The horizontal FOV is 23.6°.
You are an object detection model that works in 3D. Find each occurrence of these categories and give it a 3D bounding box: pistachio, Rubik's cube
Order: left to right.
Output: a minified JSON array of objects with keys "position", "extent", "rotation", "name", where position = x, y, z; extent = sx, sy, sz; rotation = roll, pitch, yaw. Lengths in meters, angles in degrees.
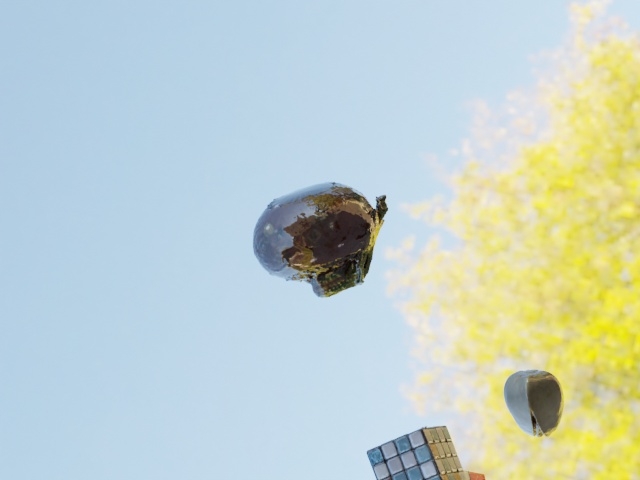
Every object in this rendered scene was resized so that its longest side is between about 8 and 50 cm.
[{"position":[0.133,0.311,2.091],"extent":[0.092,0.092,0.092],"rotation":[10,-124,-64],"name":"Rubik's cube"},{"position":[0.385,0.289,2.736],"extent":[0.113,0.113,0.149],"rotation":[-49,-49,-37],"name":"pistachio"}]

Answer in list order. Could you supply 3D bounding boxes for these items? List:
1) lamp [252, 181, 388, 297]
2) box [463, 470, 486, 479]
[{"position":[-0.003,0.001,1.886],"extent":[0.156,0.157,0.134],"rotation":[-25,-78,-45],"name":"lamp"},{"position":[0.173,0.378,2.316],"extent":[0.152,0.100,0.048],"rotation":[22,-126,-49],"name":"box"}]
